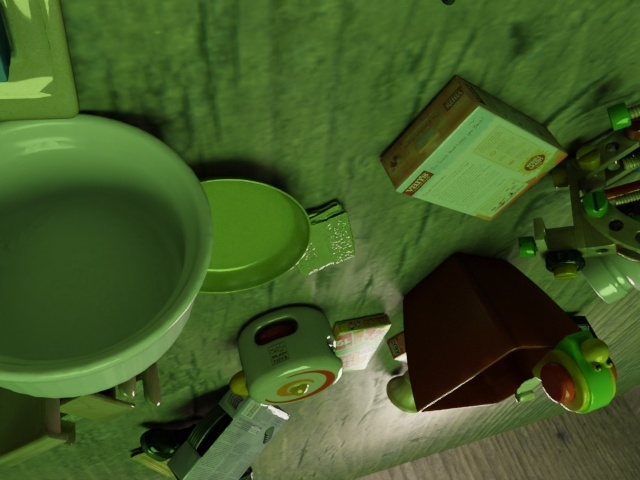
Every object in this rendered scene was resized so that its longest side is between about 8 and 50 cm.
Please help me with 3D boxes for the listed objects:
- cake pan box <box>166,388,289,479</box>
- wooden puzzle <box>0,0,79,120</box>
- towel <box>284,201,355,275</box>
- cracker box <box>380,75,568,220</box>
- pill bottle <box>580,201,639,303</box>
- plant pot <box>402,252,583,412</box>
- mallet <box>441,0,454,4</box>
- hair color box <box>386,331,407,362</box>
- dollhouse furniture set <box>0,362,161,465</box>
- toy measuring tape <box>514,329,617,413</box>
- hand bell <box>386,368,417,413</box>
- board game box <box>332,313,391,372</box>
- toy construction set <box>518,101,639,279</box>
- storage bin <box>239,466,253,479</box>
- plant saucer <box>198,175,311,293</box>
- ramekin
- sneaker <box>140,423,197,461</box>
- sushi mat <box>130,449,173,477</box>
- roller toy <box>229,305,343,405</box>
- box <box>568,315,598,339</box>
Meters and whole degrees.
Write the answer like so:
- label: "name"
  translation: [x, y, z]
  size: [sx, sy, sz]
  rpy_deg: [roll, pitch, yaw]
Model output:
- label: "cake pan box"
  translation: [-0.216, 0.485, 1.300]
  size: [0.246, 0.070, 0.267]
  rpy_deg: [-51, 149, -11]
- label: "wooden puzzle"
  translation: [-0.351, -0.191, 0.340]
  size: [0.322, 0.080, 0.348]
  rpy_deg: [-7, 145, -19]
- label: "towel"
  translation: [0.000, 0.000, 0.848]
  size: [0.110, 0.027, 0.148]
  rpy_deg: [-21, 145, 0]
- label: "cracker box"
  translation: [0.221, -0.119, 0.757]
  size: [0.232, 0.067, 0.156]
  rpy_deg: [11, 135, -40]
- label: "pill bottle"
  translation: [0.688, 0.000, 1.081]
  size: [0.301, 0.169, 0.169]
  rpy_deg: [-40, 142, 27]
- label: "plant pot"
  translation: [0.321, 0.177, 1.082]
  size: [0.267, 0.236, 0.267]
  rpy_deg: [7, 138, -36]
- label: "mallet"
  translation: [0.132, -0.288, 0.471]
  size: [0.039, 0.062, 0.189]
  rpy_deg: [-16, 147, -4]
- label: "hair color box"
  translation: [0.259, 0.239, 1.306]
  size: [0.167, 0.053, 0.093]
  rpy_deg: [-34, 145, 22]
- label: "dollhouse furniture set"
  translation: [-0.432, 0.305, 0.936]
  size: [0.212, 0.161, 0.242]
  rpy_deg: [-26, 146, 9]
- label: "toy measuring tape"
  translation: [0.441, 0.270, 0.962]
  size: [0.121, 0.121, 0.330]
  rpy_deg: [-13, 147, -10]
- label: "hand bell"
  translation: [0.276, 0.349, 1.456]
  size: [0.126, 0.126, 0.242]
  rpy_deg: [-3, 130, -25]
- label: "board game box"
  translation: [0.071, 0.257, 1.253]
  size: [0.124, 0.039, 0.259]
  rpy_deg: [-7, 147, -18]
- label: "toy construction set"
  translation: [0.453, -0.055, 0.890]
  size: [0.237, 0.257, 0.309]
  rpy_deg: [-17, 175, 28]
- label: "storage bin"
  translation: [-0.274, 0.651, 1.477]
  size: [0.122, 0.180, 0.084]
  rpy_deg: [-14, 111, -32]
- label: "plant saucer"
  translation: [-0.133, -0.009, 0.737]
  size: [0.241, 0.037, 0.241]
  rpy_deg: [-8, 141, -7]
- label: "ramekin"
  translation: [-0.251, 0.021, 0.533]
  size: [0.277, 0.277, 0.135]
  rpy_deg: [-7, 152, -19]
- label: "sneaker"
  translation: [-0.337, 0.493, 1.333]
  size: [0.130, 0.087, 0.227]
  rpy_deg: [-40, 139, 11]
- label: "sushi mat"
  translation: [-0.420, 0.626, 1.534]
  size: [0.151, 0.019, 0.316]
  rpy_deg: [-17, 147, -6]
- label: "roller toy"
  translation: [-0.061, 0.234, 1.044]
  size: [0.209, 0.146, 0.191]
  rpy_deg: [7, 138, -34]
- label: "box"
  translation: [0.563, 0.338, 1.568]
  size: [0.395, 0.097, 0.318]
  rpy_deg: [4, 141, -30]
